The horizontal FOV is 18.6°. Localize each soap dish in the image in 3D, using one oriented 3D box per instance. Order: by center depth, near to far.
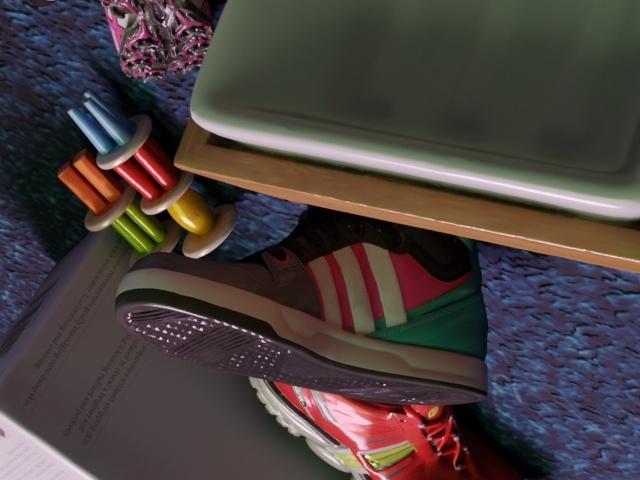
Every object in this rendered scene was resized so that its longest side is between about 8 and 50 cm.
[{"bbox_3d":[0.093,-0.104,1.055,0.291,0.229,0.118,13,161,25],"label":"soap dish"}]

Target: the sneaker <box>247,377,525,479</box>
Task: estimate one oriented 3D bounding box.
[{"bbox_3d":[0.069,0.147,1.522,0.279,0.107,0.118,37,138,-16],"label":"sneaker"}]

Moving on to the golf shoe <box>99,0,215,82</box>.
[{"bbox_3d":[-0.111,-0.168,1.270,0.067,0.086,0.186,-15,159,-3],"label":"golf shoe"}]

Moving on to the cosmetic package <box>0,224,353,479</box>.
[{"bbox_3d":[-0.090,0.183,1.589,0.385,0.217,0.156,39,146,-11],"label":"cosmetic package"}]

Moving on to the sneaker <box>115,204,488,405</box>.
[{"bbox_3d":[0.000,0.000,1.295,0.295,0.178,0.124,16,160,-39],"label":"sneaker"}]

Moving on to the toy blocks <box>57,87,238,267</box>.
[{"bbox_3d":[-0.150,-0.048,1.464,0.123,0.054,0.148,-13,128,47],"label":"toy blocks"}]

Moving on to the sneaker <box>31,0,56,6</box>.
[{"bbox_3d":[-0.233,-0.207,1.300,0.170,0.063,0.075,27,142,-4],"label":"sneaker"}]
